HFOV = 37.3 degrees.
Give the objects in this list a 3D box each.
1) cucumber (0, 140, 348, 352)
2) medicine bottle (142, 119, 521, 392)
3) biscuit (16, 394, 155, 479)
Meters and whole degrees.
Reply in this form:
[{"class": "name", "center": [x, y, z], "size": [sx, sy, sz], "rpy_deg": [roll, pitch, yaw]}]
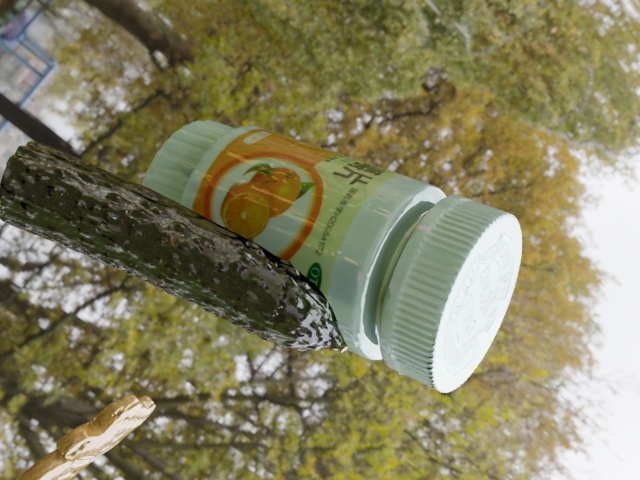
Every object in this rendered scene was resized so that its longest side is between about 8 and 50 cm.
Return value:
[{"class": "cucumber", "center": [-0.111, 0.010, 0.725], "size": [0.072, 0.300, 0.072], "rpy_deg": [25, 90, -86]}, {"class": "medicine bottle", "center": [0.000, 0.000, 0.834], "size": [0.318, 0.158, 0.158], "rpy_deg": [21, -112, 29]}, {"class": "biscuit", "center": [-0.260, 0.230, 1.030], "size": [0.184, 0.027, 0.133], "rpy_deg": [-36, 168, -12]}]
